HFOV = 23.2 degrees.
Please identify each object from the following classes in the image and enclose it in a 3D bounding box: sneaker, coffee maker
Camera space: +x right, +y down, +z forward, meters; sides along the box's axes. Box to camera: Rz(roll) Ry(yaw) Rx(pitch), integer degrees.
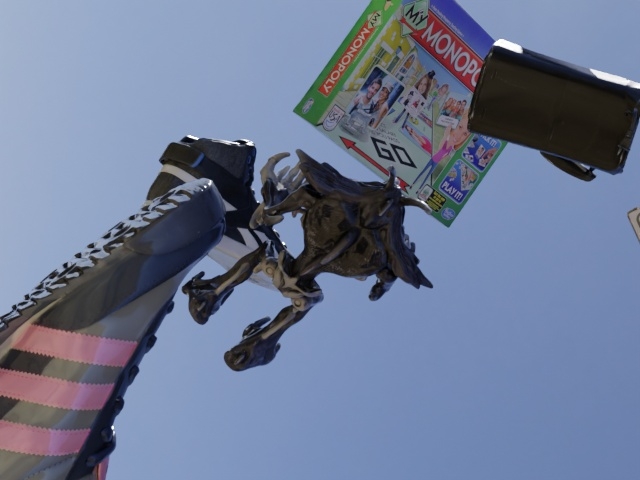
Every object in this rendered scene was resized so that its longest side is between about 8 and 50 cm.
[{"bbox_3d":[-0.161,0.098,1.002,0.131,0.319,0.112,48,-1,-10],"label":"sneaker"},{"bbox_3d":[-0.073,-0.033,1.561,0.079,0.217,0.121,7,-109,48],"label":"sneaker"},{"bbox_3d":[0.256,-0.149,1.679,0.171,0.178,0.120,60,48,-77],"label":"coffee maker"}]

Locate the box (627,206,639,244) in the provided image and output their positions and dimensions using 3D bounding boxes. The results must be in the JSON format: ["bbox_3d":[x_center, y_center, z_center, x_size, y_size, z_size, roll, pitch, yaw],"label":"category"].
[{"bbox_3d":[0.407,0.073,1.379,0.087,0.169,0.290,46,21,-57],"label":"box"}]

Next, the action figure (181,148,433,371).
[{"bbox_3d":[0.000,0.000,1.353,0.164,0.141,0.276,43,-52,-13],"label":"action figure"}]

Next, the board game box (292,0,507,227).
[{"bbox_3d":[0.125,-0.166,1.845,0.046,0.317,0.213,37,-87,40],"label":"board game box"}]
